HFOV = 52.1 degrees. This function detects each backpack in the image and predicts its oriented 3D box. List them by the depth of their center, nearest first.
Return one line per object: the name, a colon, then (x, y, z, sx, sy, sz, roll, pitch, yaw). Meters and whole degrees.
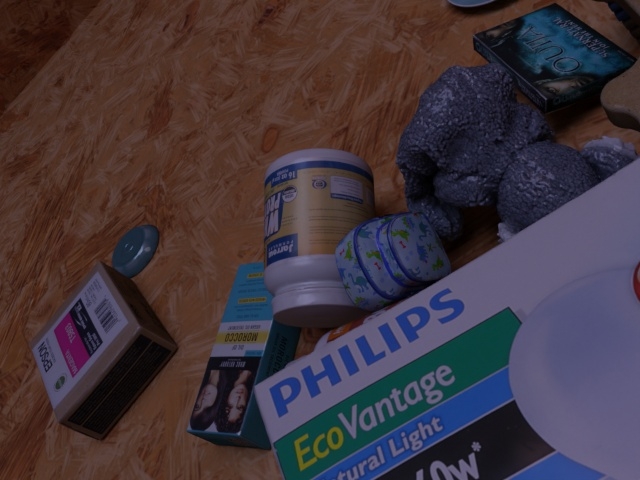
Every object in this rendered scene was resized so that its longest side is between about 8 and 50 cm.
backpack: (0.080, 0.020, 0.731, 0.084, 0.114, 0.105, -37, 72, 51)

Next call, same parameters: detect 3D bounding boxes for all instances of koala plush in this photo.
koala plush: (0.210, -0.067, 0.697, 0.196, 0.203, 0.221, -42, 56, -2)

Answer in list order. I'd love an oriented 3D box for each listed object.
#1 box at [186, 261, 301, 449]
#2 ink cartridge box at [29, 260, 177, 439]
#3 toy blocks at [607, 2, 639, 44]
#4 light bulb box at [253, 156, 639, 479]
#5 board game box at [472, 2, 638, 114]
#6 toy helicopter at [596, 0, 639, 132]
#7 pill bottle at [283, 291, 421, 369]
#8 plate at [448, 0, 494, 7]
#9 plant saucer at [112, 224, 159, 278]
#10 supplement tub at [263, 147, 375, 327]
box: (-0.091, 0.147, 0.877, 0.100, 0.060, 0.244, -9, 55, 37)
ink cartridge box: (-0.362, 0.172, 1.073, 0.193, 0.088, 0.234, -50, 42, -3)
toy blocks: (0.432, -0.335, 0.727, 0.261, 0.190, 0.382, -29, 44, 38)
light bulb box: (0.194, 0.191, 0.433, 0.357, 0.225, 0.361, -31, 43, 2)
board game box: (0.291, -0.234, 0.827, 0.126, 0.026, 0.186, -22, 44, -3)
toy helicopter: (0.340, -0.191, 0.559, 0.235, 0.140, 0.355, -35, 47, 19)
pill bottle: (0.069, 0.137, 0.700, 0.216, 0.121, 0.121, -26, 46, 23)
plate: (0.279, -0.429, 1.019, 0.188, 0.024, 0.188, -23, 47, 26)
plant saucer: (-0.354, 0.017, 1.232, 0.119, 0.021, 0.119, -23, 47, 27)
supplement tub: (0.000, 0.000, 0.829, 0.144, 0.144, 0.200, -15, 65, 32)
